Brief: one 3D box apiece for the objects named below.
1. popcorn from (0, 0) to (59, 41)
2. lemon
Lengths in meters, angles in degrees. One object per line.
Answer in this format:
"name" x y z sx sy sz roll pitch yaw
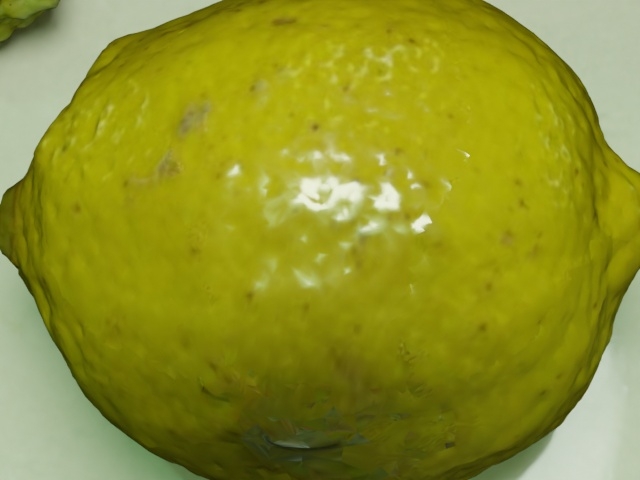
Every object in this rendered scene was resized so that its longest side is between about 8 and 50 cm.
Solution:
"popcorn" -0.198 -0.154 0.986 0.106 0.120 0.116 -28 67 31
"lemon" 0.000 0.000 0.874 0.310 0.253 0.253 -2 78 5
